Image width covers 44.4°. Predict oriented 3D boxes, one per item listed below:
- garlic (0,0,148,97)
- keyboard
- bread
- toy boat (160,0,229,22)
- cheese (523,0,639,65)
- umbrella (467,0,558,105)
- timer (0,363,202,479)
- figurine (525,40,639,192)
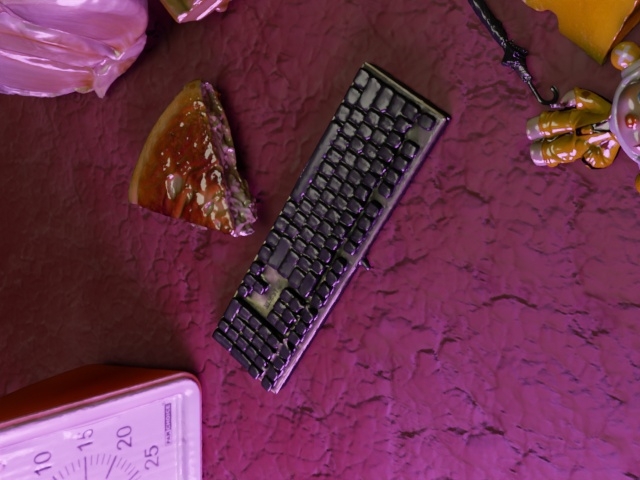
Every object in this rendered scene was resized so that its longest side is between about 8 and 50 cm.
[{"bbox_3d":[-0.264,-0.232,0.746,0.229,0.178,0.143,-13,77,45],"label":"garlic"},{"bbox_3d":[0.000,0.000,0.715,0.106,0.027,0.317,38,114,19],"label":"keyboard"},{"bbox_3d":[-0.135,-0.061,0.765,0.136,0.054,0.154,-20,83,29],"label":"bread"},{"bbox_3d":[-0.050,-0.309,0.641,0.310,0.115,0.089,-39,78,29],"label":"toy boat"},{"bbox_3d":[0.212,-0.215,0.539,0.093,0.126,0.171,45,137,17],"label":"cheese"},{"bbox_3d":[0.136,-0.164,0.615,0.022,0.022,0.149,-33,79,-13],"label":"umbrella"},{"bbox_3d":[-0.253,0.267,0.771,0.161,0.250,0.258,7,101,29],"label":"timer"},{"bbox_3d":[0.220,-0.080,0.560,0.143,0.068,0.101,-41,74,40],"label":"figurine"}]
